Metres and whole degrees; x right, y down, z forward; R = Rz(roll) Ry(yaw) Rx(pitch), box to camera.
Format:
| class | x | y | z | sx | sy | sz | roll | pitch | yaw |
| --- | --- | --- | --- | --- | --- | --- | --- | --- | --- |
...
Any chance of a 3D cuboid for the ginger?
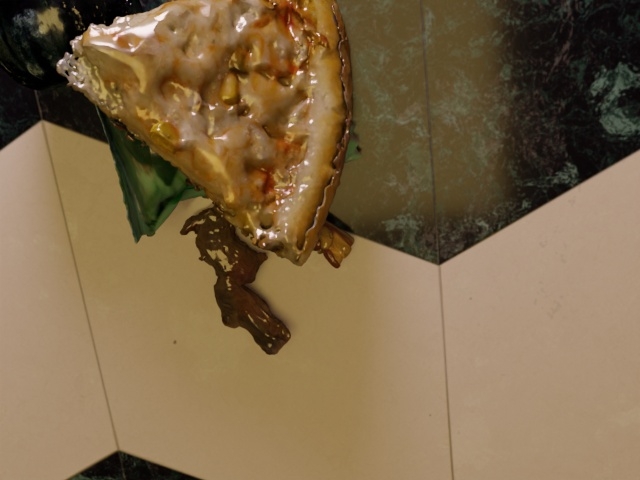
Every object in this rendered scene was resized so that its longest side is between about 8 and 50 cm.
| class | x | y | z | sx | sy | sz | roll | pitch | yaw |
| --- | --- | --- | --- | --- | --- | --- | --- | --- | --- |
| ginger | -0.144 | 0.072 | 1.071 | 0.122 | 0.084 | 0.290 | -25 | 99 | -12 |

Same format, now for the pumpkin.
| class | x | y | z | sx | sy | sz | roll | pitch | yaw |
| --- | --- | --- | --- | --- | --- | --- | --- | --- | --- |
| pumpkin | -0.376 | -0.318 | 0.891 | 0.233 | 0.233 | 0.162 | -17 | 108 | 8 |

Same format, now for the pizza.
| class | x | y | z | sx | sy | sz | roll | pitch | yaw |
| --- | --- | --- | --- | --- | --- | --- | --- | --- | --- |
| pizza | -0.083 | -0.232 | 0.877 | 0.435 | 0.080 | 0.391 | 43 | 72 | -19 |

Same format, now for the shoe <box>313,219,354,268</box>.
| class | x | y | z | sx | sy | sz | roll | pitch | yaw |
| --- | --- | --- | --- | --- | --- | --- | --- | --- | --- |
| shoe | 0.003 | 0.001 | 1.034 | 0.109 | 0.072 | 0.069 | 28 | 75 | -27 |

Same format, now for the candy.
| class | x | y | z | sx | sy | sz | roll | pitch | yaw |
| --- | --- | --- | --- | --- | --- | --- | --- | --- | --- |
| candy | -0.145 | -0.185 | 0.953 | 0.398 | 0.172 | 0.262 | -20 | 108 | -4 |
